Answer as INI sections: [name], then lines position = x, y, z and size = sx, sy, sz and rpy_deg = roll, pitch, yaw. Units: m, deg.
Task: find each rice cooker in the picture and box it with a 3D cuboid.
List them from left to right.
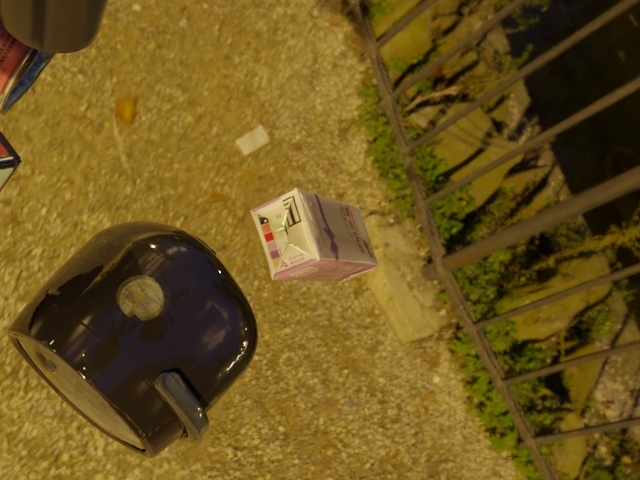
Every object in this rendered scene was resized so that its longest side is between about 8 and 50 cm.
[rice cooker]
position = -0.216, 0.114, 0.839
size = 0.267, 0.267, 0.224
rpy_deg = 47, 58, -9

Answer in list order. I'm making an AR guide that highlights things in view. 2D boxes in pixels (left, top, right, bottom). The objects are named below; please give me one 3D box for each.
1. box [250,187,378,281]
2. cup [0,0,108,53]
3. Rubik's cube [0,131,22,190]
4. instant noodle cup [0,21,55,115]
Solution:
[box]
position = 0.000, 0.000, 0.461
size = 0.117, 0.036, 0.051
rpy_deg = 13, 58, -67
[cup]
position = -0.177, -0.186, 0.465
size = 0.078, 0.077, 0.100
rpy_deg = 17, 52, -16
[Rubik's cube]
position = -0.487, -0.090, 0.768
size = 0.180, 0.167, 0.183
rpy_deg = 52, 30, 7
[instant noodle cup]
position = -0.376, -0.258, 0.657
size = 0.255, 0.244, 0.244
rpy_deg = 35, 51, -20
